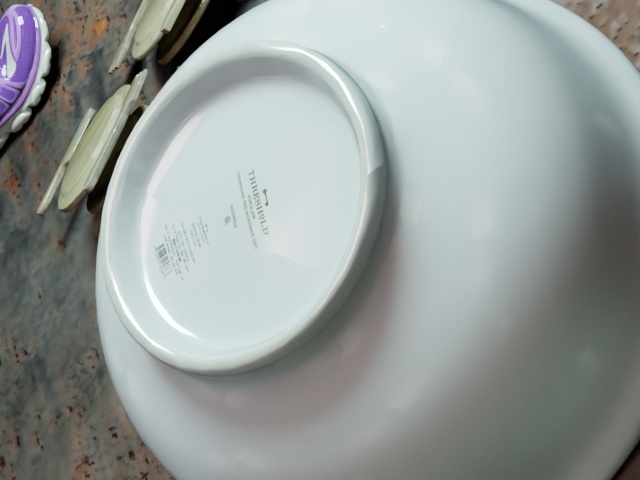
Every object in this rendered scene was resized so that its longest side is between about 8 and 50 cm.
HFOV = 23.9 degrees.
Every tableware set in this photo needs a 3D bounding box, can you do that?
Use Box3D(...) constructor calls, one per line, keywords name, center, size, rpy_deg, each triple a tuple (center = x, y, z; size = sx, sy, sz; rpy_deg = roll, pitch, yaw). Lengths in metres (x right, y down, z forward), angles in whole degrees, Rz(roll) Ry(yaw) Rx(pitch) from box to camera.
Box3D(name="tableware set", center=(-0.104, -0.097, 0.938), size=(0.128, 0.039, 0.194), rpy_deg=(-13, 50, 66))

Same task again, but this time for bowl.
Box3D(name="bowl", center=(0.000, 0.000, 0.665), size=(0.298, 0.134, 0.298), rpy_deg=(-12, 68, 32))

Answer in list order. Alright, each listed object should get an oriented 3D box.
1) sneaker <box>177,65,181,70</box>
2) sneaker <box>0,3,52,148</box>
Box3D(name="sneaker", center=(-0.039, -0.067, 0.843), size=(0.152, 0.058, 0.084), rpy_deg=(11, 84, 55))
Box3D(name="sneaker", center=(-0.251, -0.096, 1.069), size=(0.170, 0.071, 0.068), rpy_deg=(-56, 40, 4))
